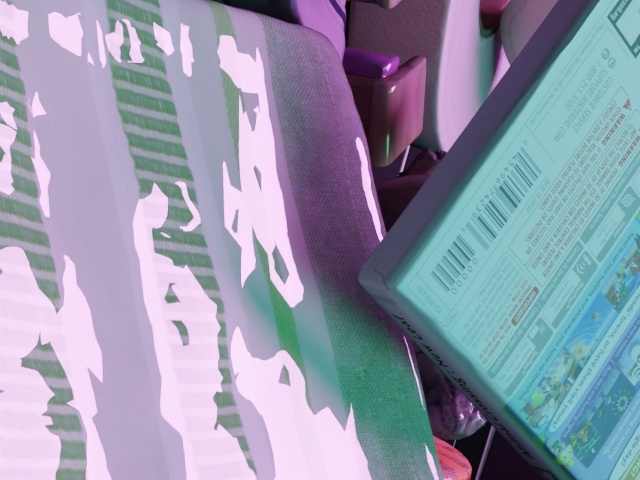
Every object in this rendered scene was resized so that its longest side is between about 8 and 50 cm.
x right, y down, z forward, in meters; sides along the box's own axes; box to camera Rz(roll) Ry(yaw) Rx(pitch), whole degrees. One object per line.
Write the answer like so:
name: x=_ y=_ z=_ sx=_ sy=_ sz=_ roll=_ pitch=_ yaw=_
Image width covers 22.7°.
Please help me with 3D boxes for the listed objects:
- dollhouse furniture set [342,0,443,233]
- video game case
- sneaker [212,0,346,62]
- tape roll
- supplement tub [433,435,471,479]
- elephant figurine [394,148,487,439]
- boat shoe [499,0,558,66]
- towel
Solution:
dollhouse furniture set: x=0.088 y=-0.153 z=0.775 sx=0.198 sy=0.286 sz=0.303 roll=-38 pitch=136 yaw=-57
video game case: x=0.132 y=-0.008 z=0.666 sx=0.193 sy=0.023 sz=0.212 roll=47 pitch=72 yaw=-33
sneaker: x=-0.039 y=-0.141 z=0.655 sx=0.258 sy=0.094 sz=0.091 roll=74 pitch=15 yaw=-72
tape roll: x=0.118 y=-0.253 z=1.153 sx=0.392 sy=0.072 sz=0.392 roll=17 pitch=90 yaw=-78
supplement tub: x=-0.024 y=0.263 z=0.973 sx=0.193 sy=0.193 sz=0.316 roll=-13 pitch=119 yaw=-75
elephant figurine: x=0.093 y=0.006 z=1.154 sx=0.169 sy=0.186 sz=0.239 roll=-33 pitch=120 yaw=-35
boat shoe: x=0.190 y=-0.199 z=1.124 sx=0.091 sy=0.109 sz=0.305 roll=-61 pitch=159 yaw=-25
towel: x=-0.052 y=0.025 z=0.503 sx=0.325 sy=0.038 sz=0.248 roll=3 pitch=71 yaw=-60
